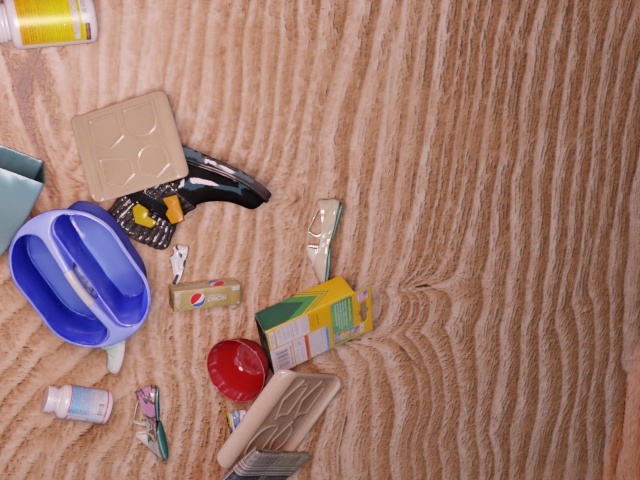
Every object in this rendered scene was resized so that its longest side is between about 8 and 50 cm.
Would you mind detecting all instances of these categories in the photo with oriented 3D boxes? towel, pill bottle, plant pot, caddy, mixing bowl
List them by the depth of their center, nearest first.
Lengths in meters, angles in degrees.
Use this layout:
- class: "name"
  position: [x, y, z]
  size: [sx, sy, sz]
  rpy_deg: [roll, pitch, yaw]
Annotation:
- class: "pill bottle"
  position: [-0.593, -0.471, 1.495]
  size: [0.215, 0.117, 0.117]
  rpy_deg: [-12, 111, -21]
- class: "plant pot"
  position: [-0.732, -0.078, 1.542]
  size: [0.166, 0.165, 0.234]
  rpy_deg: [22, 105, -29]
- class: "caddy"
  position: [-0.527, 0.076, 1.565]
  size: [0.241, 0.179, 0.341]
  rpy_deg: [-29, 113, 0]
- class: "pill bottle"
  position: [-0.619, 0.414, 1.790]
  size: [0.160, 0.087, 0.087]
  rpy_deg: [17, 99, -28]
- class: "mixing bowl"
  position: [-0.210, 0.339, 1.929]
  size: [0.098, 0.182, 0.181]
  rpy_deg: [-31, 128, -62]
- class: "towel"
  position: [-0.211, 0.700, 2.009]
  size: [0.312, 0.056, 0.324]
  rpy_deg: [-47, 149, 5]

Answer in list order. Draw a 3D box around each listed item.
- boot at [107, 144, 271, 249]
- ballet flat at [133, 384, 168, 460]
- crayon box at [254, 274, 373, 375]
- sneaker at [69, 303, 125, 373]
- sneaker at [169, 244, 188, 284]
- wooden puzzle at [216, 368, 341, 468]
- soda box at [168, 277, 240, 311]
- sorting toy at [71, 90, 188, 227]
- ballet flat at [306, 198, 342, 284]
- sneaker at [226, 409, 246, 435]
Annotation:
- class: "boot"
  position: [-0.321, -0.085, 1.730]
  size: [0.348, 0.131, 0.260]
  rpy_deg: [23, 90, -14]
- class: "ballet flat"
  position: [-0.464, 0.495, 1.905]
  size: [0.079, 0.077, 0.221]
  rpy_deg: [-6, 105, -4]
- class: "crayon box"
  position: [-0.013, 0.229, 1.978]
  size: [0.323, 0.083, 0.203]
  rpy_deg: [-22, 136, -16]
- class: "sneaker"
  position: [-0.562, 0.217, 1.757]
  size: [0.151, 0.094, 0.255]
  rpy_deg: [2, 111, -14]
- class: "sneaker"
  position: [-0.373, 0.061, 1.822]
  size: [0.044, 0.040, 0.109]
  rpy_deg: [12, 98, -11]
- class: "wooden puzzle"
  position: [-0.120, 0.494, 2.002]
  size: [0.322, 0.080, 0.348]
  rpy_deg: [-55, 150, 4]
- class: "soda box"
  position: [-0.306, 0.142, 1.860]
  size: [0.182, 0.061, 0.058]
  rpy_deg: [-5, 109, -24]
- class: "sorting toy"
  position: [-0.425, -0.171, 1.624]
  size: [0.229, 0.041, 0.307]
  rpy_deg: [-16, 86, 0]
- class: "ballet flat"
  position: [0.000, 0.000, 1.956]
  size: [0.086, 0.086, 0.248]
  rpy_deg: [5, 103, -26]
- class: "sneaker"
  position: [-0.231, 0.553, 2.036]
  size: [0.059, 0.053, 0.144]
  rpy_deg: [-17, 114, -22]
